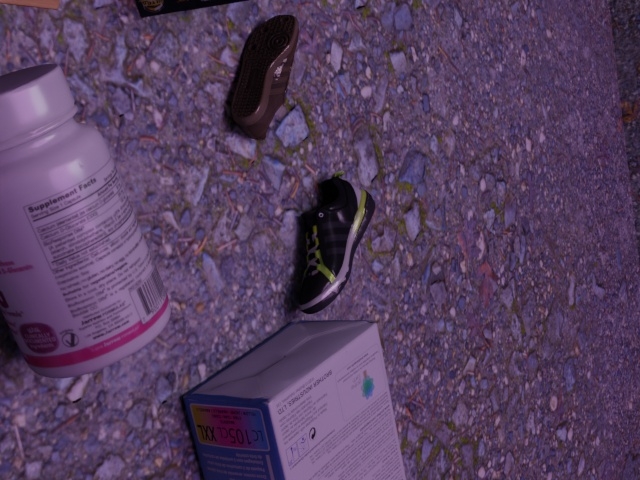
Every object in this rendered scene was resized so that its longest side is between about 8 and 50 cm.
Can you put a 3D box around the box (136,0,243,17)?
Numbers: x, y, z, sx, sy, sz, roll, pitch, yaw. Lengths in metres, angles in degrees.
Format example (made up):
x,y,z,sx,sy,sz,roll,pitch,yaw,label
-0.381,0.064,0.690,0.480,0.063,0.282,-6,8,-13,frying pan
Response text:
x,y,z,sx,sy,sz,roll,pitch,yaw,label
-0.100,-0.341,1.200,0.220,0.175,0.051,-42,125,-48,box

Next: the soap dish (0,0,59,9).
x,y,z,sx,sy,sz,roll,pitch,yaw,label
-0.375,-0.331,0.859,0.290,0.118,0.229,-10,97,-54,soap dish

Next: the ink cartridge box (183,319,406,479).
x,y,z,sx,sy,sz,roll,pitch,yaw,label
-0.011,0.340,1.322,0.270,0.151,0.396,-29,111,-51,ink cartridge box

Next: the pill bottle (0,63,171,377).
x,y,z,sx,sy,sz,roll,pitch,yaw,label
-0.270,-0.020,0.959,0.160,0.160,0.283,-43,122,-47,pill bottle

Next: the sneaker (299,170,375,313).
x,y,z,sx,sy,sz,roll,pitch,yaw,label
0.000,0.000,1.436,0.097,0.084,0.235,36,56,-21,sneaker

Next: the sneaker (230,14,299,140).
x,y,z,sx,sy,sz,roll,pitch,yaw,label
-0.075,-0.228,1.344,0.071,0.066,0.188,61,46,-58,sneaker
